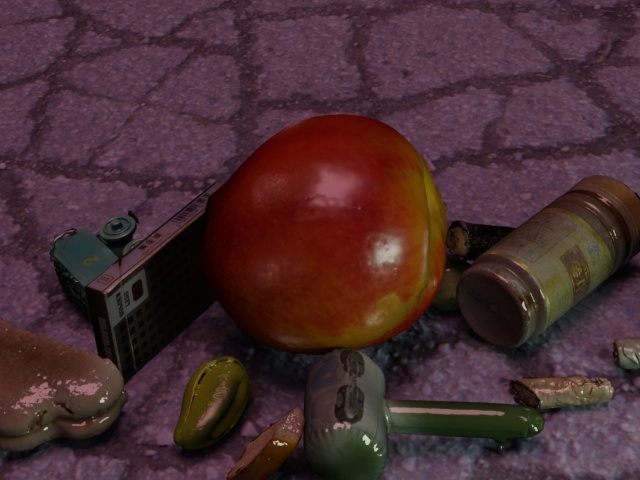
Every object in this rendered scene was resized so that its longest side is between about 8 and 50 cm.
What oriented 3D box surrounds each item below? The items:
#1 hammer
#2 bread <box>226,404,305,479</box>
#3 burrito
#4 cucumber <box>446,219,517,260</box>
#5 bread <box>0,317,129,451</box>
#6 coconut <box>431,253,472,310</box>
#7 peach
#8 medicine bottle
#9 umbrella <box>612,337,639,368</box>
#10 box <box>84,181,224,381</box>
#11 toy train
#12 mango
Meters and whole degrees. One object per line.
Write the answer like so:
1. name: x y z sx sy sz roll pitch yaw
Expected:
1. hammer: 0.143 0.250 1.871 0.335 0.119 0.206 3 35 0
2. bread: -0.070 0.287 1.840 0.044 0.129 0.126 40 41 -3
3. burrito: 0.346 0.218 1.941 0.149 0.041 0.055 -3 21 8
4. cucumber: 0.276 0.004 2.174 0.067 0.067 0.245 24 11 34
5. bread: -0.455 0.216 1.985 0.337 0.102 0.183 16 40 29
6. coconut: 0.204 0.064 2.133 0.088 0.096 0.088 -8 -5 -1
7. peach: 0.000 0.000 2.023 0.388 0.388 0.388 -3 35 2
8. medicine bottle: 0.365 0.032 2.107 0.151 0.151 0.322 26 46 37
9. umbrella: 0.505 0.165 1.989 0.143 0.062 0.067 -6 4 0
10. box: -0.237 0.063 2.110 0.047 0.180 0.325 19 41 29
11. toy train: -0.341 0.050 2.207 0.163 0.112 0.203 -30 41 -22
12. mango: -0.159 0.240 1.946 0.091 0.074 0.165 17 51 21
